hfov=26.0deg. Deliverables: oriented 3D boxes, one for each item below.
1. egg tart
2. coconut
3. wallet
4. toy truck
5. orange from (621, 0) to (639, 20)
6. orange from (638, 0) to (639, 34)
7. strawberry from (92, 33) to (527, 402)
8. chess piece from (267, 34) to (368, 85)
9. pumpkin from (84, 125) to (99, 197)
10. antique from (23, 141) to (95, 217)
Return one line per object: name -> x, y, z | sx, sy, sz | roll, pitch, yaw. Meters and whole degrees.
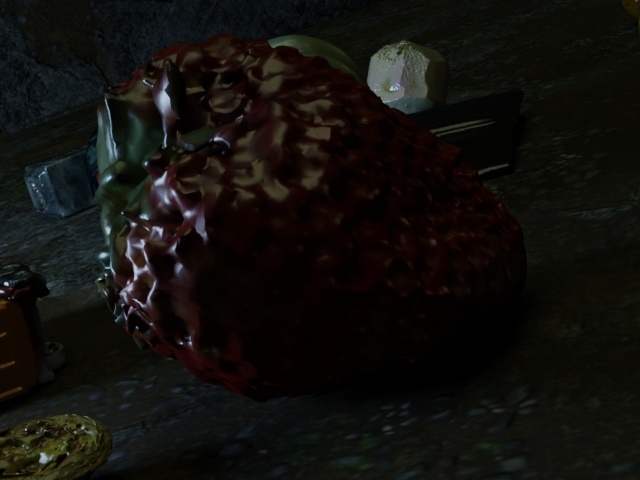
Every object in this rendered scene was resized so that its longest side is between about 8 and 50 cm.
egg tart -> -0.205, 0.170, 0.986 | 0.129, 0.049, 0.129 | -12, 18, 4
coconut -> 0.119, -0.205, 1.931 | 0.116, 0.122, 0.116 | 4, -18, 1
wallet -> 0.125, -0.114, 1.709 | 0.247, 0.041, 0.323 | -14, 17, 16
toy truck -> -0.343, 0.086, 1.358 | 0.135, 0.114, 0.270 | -19, 15, -26
orange -> 0.529, -0.390, 2.246 | 0.085, 0.085, 0.085 | -16, 14, 4
orange -> 0.463, -0.242, 1.252 | 0.357, 0.322, 0.322 | -15, 11, 43
strawberry -> 0.000, 0.000, 1.066 | 0.351, 0.267, 0.312 | 8, 31, -27
chess piece -> -0.008, -0.097, 1.514 | 0.182, 0.182, 0.330 | -17, 25, -1
pumpkin -> -0.238, -0.120, 1.903 | 0.194, 0.194, 0.150 | -13, -14, 17
antique -> -0.362, -0.101, 2.149 | 0.183, 0.086, 0.088 | -26, 15, -31
